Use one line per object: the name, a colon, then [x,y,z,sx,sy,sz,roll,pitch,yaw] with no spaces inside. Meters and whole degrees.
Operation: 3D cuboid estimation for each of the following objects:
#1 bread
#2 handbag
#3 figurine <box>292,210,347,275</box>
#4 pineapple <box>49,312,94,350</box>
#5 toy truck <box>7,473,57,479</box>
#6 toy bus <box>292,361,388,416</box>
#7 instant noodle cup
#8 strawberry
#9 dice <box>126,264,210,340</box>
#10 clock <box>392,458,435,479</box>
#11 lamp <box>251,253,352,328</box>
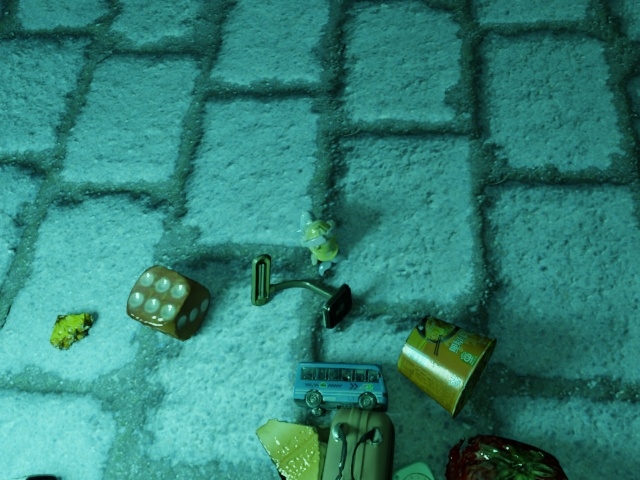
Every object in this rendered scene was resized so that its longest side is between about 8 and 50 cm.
bread: [-0.075,0.550,1.248,0.211,0.183,0.224,9,63,12]
handbag: [0.085,0.536,1.163,0.149,0.283,0.301,2,54,18]
figurine: [0.000,0.000,1.512,0.128,0.184,0.208,-33,108,-8]
pineapple: [-0.758,0.265,1.532,0.137,0.069,0.116,-40,61,-22]
toy truck: [-0.764,0.778,1.240,0.175,0.146,0.367,-6,64,8]
toy bus: [0.056,0.394,1.345,0.247,0.113,0.134,-1,58,8]
instant noodle cup: [0.320,0.312,1.306,0.182,0.230,0.230,27,70,28]
strawberry: [0.420,0.587,1.168,0.274,0.220,0.274,1,21,0]
dice: [-0.440,0.179,1.468,0.175,0.179,0.173,19,69,17]
clock: [0.244,0.629,1.250,0.108,0.045,0.147,-23,65,-4]
lamp: [-0.056,0.127,1.443,0.283,0.203,0.124,15,48,17]
